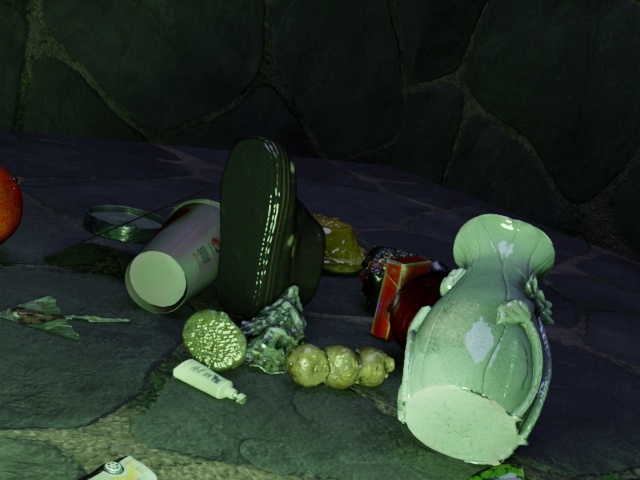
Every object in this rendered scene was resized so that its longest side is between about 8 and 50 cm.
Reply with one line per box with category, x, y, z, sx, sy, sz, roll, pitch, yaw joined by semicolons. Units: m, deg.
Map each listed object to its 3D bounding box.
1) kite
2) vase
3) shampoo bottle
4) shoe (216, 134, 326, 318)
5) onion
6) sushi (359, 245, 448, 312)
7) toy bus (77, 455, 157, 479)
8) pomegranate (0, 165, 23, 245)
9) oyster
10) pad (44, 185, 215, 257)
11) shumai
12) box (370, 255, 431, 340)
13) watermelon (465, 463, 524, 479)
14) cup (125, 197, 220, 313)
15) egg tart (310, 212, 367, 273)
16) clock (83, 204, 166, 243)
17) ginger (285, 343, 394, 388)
kite;-0.478;0.141;1.865;0.250;0.012;0.229;7;15;-27
vase;0.280;0.150;1.708;0.250;0.249;0.445;14;44;10
shampoo bottle;-0.179;0.239;1.669;0.141;0.034;0.049;22;11;31
shoe;-0.091;-0.028;2.106;0.171;0.383;0.237;9;9;36
onion;0.288;0.157;1.989;0.314;0.232;0.314;12;15;-3
sushi;0.173;0.102;2.331;0.172;0.153;0.150;34;33;-1
toy bus;-0.266;0.318;1.211;0.072;0.057;0.172;25;17;19
pomegranate;-0.742;-0.071;2.093;0.235;0.210;0.210;-10;23;-30
oyster;-0.084;0.182;1.923;0.252;0.087;0.199;-13;32;-42
pad;-0.438;-0.062;2.197;0.376;0.063;0.315;-22;6;15
shumai;-0.186;0.185;1.795;0.123;0.099;0.087;48;-5;13
box;0.175;0.124;2.154;0.048;0.175;0.112;21;17;37
watermelon;0.252;0.374;1.381;0.125;0.135;0.094;20;-21;41
cup;-0.294;0.040;2.107;0.203;0.203;0.288;14;20;8
egg tart;0.000;0.000;2.656;0.295;0.116;0.295;13;12;-3
clock;-0.495;-0.043;2.551;0.215;0.041;0.215;12;13;-3
ginger;0.032;0.228;1.806;0.204;0.080;0.104;5;1;-35
